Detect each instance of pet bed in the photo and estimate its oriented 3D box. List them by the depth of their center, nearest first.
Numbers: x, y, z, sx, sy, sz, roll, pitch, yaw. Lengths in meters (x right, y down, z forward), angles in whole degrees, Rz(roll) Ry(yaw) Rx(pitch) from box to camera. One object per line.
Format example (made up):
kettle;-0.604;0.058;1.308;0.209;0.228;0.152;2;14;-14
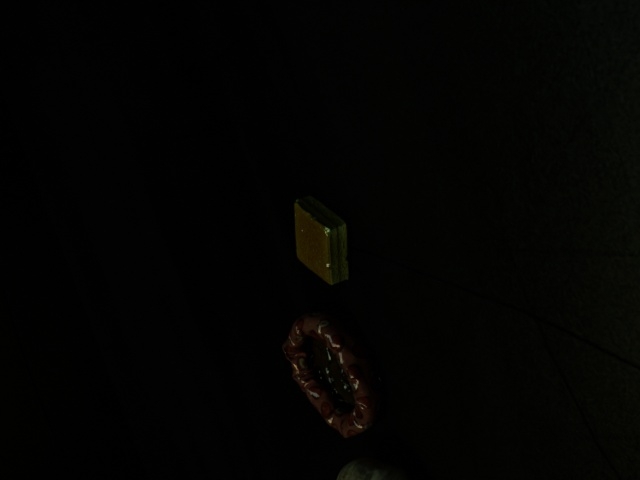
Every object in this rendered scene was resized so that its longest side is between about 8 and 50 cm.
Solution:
pet bed;0.019;0.188;1.271;0.201;0.054;0.201;36;140;38

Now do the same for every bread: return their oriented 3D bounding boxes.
bread;0.000;0.000;1.175;0.090;0.035;0.094;40;143;44

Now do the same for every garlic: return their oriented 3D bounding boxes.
garlic;0.085;0.365;1.232;0.147;0.102;0.159;10;131;44
